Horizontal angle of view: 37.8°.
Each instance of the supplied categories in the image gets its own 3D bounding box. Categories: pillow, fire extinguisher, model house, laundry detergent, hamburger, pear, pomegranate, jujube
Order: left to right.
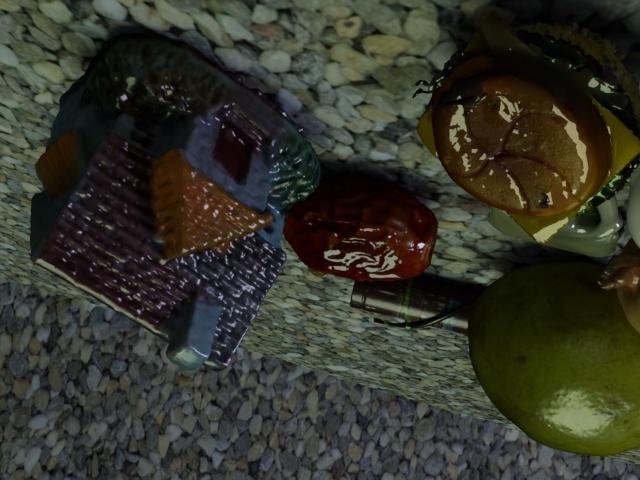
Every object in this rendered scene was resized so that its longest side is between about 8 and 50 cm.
[{"bbox_3d":[-0.215,-0.027,1.252,0.297,0.339,0.360,-28,128,37],"label":"model house"},{"bbox_3d":[0.061,-0.017,1.493,0.250,0.174,0.174,14,163,17],"label":"jujube"},{"bbox_3d":[0.233,0.142,1.913,0.341,0.105,0.142,14,131,6],"label":"fire extinguisher"},{"bbox_3d":[0.225,-0.133,0.998,0.261,0.139,0.243,39,145,0],"label":"hamburger"},{"bbox_3d":[0.303,-0.068,1.210,0.181,0.091,0.253,27,171,30],"label":"laundry detergent"},{"bbox_3d":[0.356,-0.022,1.413,0.208,0.053,0.119,15,161,12],"label":"pillow"},{"bbox_3d":[0.443,0.201,1.594,0.352,0.352,0.413,29,167,-38],"label":"pear"},{"bbox_3d":[0.513,0.053,1.297,0.207,0.207,0.207,14,163,4],"label":"pomegranate"}]

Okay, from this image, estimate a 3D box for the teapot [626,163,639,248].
[{"bbox_3d":[0.417,-0.066,0.912,0.299,0.166,0.208,-31,150,4],"label":"teapot"}]

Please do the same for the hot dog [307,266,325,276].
[{"bbox_3d":[-0.001,0.000,1.756,0.083,0.068,0.289,-20,163,-4],"label":"hot dog"}]

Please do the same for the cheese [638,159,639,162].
[{"bbox_3d":[0.492,-0.057,1.095,0.320,0.083,0.204,17,-166,29],"label":"cheese"}]
